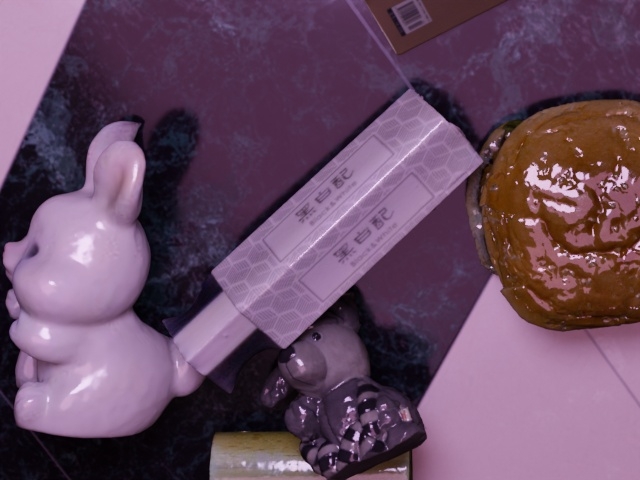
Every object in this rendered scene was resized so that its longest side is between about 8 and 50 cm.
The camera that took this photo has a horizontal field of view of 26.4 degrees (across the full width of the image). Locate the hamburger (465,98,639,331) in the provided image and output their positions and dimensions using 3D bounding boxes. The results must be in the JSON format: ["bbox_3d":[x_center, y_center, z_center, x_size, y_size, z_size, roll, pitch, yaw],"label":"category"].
[{"bbox_3d":[0.317,-0.027,1.591,0.285,0.134,0.265,-12,103,6],"label":"hamburger"}]

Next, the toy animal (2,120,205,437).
[{"bbox_3d":[-0.258,0.048,1.645,0.241,0.196,0.367,-4,106,-15],"label":"toy animal"}]

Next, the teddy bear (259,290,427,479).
[{"bbox_3d":[0.002,0.182,1.641,0.171,0.144,0.251,-48,64,23],"label":"teddy bear"}]

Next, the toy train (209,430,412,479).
[{"bbox_3d":[-0.010,0.324,1.727,0.307,0.126,0.189,-2,70,7],"label":"toy train"}]

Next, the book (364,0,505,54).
[{"bbox_3d":[0.181,-0.351,1.529,0.310,0.021,0.217,-26,136,11],"label":"book"}]

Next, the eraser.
[{"bbox_3d":[0.000,0.000,1.587,0.404,0.098,0.096,-43,130,2],"label":"eraser"}]
